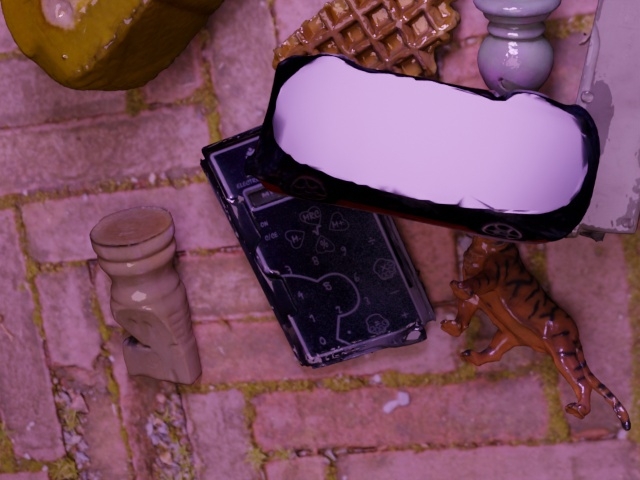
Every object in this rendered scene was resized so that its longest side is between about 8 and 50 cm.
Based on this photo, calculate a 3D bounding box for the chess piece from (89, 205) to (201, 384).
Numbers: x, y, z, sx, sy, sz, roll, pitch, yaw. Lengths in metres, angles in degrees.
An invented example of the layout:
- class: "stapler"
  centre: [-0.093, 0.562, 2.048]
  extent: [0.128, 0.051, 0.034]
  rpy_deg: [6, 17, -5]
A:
- class: "chess piece"
  centre: [-0.186, 0.070, 1.295]
  extent: [0.090, 0.090, 0.200]
  rpy_deg: [0, 119, 17]

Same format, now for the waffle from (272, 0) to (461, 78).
- class: "waffle"
  centre: [0.050, -0.215, 1.137]
  extent: [0.160, 0.046, 0.192]
  rpy_deg: [23, 113, 8]

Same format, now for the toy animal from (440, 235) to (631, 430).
- class: "toy animal"
  centre: [0.214, 0.088, 1.170]
  extent: [0.255, 0.116, 0.114]
  rpy_deg: [47, 158, -6]

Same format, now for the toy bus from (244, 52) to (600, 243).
- class: "toy bus"
  centre: [0.093, -0.079, 1.066]
  extent: [0.302, 0.147, 0.128]
  rpy_deg: [12, 86, 11]

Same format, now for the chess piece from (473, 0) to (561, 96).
- class: "chess piece"
  centre: [0.178, -0.233, 1.062]
  extent: [0.139, 0.139, 0.272]
  rpy_deg: [5, 121, 16]

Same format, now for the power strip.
- class: "power strip"
  centre: [0.275, -0.136, 1.091]
  extent: [0.080, 0.048, 0.286]
  rpy_deg: [11, 110, 12]

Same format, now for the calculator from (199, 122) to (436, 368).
- class: "calculator"
  centre: [0.000, 0.000, 1.222]
  extent: [0.165, 0.028, 0.274]
  rpy_deg: [-19, 107, 22]

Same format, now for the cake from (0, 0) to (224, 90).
- class: "cake"
  centre: [-0.191, -0.273, 1.136]
  extent: [0.260, 0.156, 0.179]
  rpy_deg: [-44, 75, 19]
